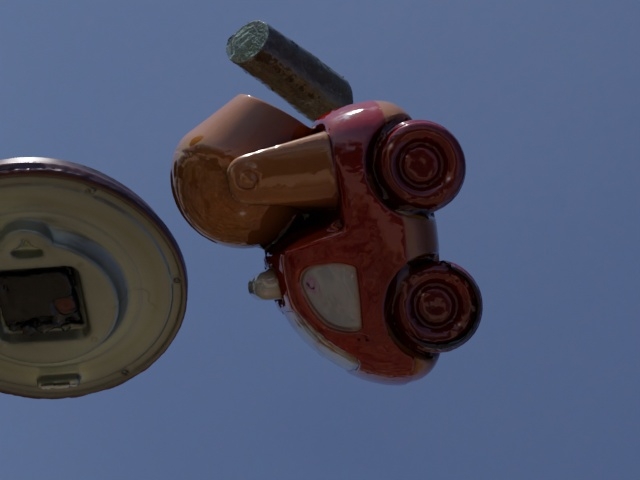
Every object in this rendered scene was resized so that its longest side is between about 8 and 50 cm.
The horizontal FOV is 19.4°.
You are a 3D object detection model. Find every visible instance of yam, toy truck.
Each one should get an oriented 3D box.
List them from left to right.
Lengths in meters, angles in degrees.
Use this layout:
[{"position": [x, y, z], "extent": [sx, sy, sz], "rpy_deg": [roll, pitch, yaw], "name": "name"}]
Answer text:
[{"position": [-0.027, -0.158, 1.774], "extent": [0.054, 0.054, 0.132], "rpy_deg": [-1, -26, 47], "name": "yam"}, {"position": [0.000, 0.000, 1.593], "extent": [0.189, 0.239, 0.265], "rpy_deg": [164, -82, -82], "name": "toy truck"}]

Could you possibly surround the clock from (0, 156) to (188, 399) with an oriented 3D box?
[{"position": [-0.300, 0.050, 2.005], "extent": [0.318, 0.080, 0.318], "rpy_deg": [0, -51, 0], "name": "clock"}]
